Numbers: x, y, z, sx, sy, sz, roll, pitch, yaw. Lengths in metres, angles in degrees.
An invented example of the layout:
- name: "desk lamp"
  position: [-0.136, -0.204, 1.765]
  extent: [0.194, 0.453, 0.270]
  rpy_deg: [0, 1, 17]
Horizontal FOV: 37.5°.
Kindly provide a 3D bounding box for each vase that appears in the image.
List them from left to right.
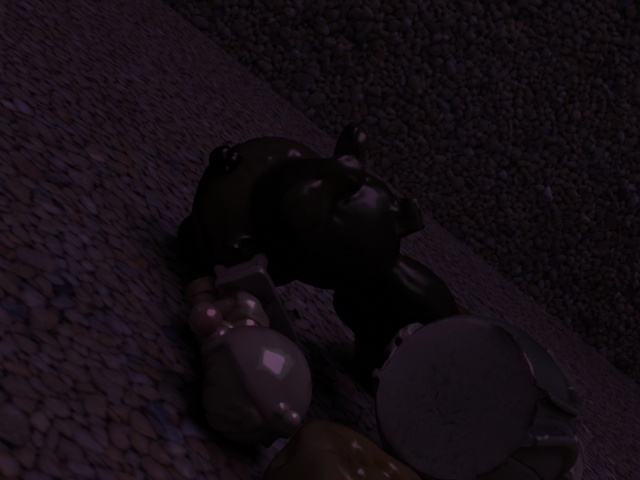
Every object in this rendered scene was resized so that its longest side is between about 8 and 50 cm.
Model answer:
- name: "vase"
  position: [0.222, 0.248, 1.222]
  extent: [0.250, 0.250, 0.445]
  rpy_deg: [51, 3, 30]

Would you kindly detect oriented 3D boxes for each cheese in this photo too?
- name: "cheese"
  position: [0.044, 0.291, 0.947]
  extent: [0.218, 0.117, 0.235]
  rpy_deg: [30, 22, -49]

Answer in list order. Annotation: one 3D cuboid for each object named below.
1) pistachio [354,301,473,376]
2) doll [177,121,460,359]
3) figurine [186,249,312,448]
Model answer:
- name: "pistachio"
  position: [0.176, 0.162, 1.456]
  extent: [0.260, 0.163, 0.213]
  rpy_deg: [15, -31, 15]
- name: "doll"
  position: [-0.024, 0.023, 1.297]
  extent: [0.382, 0.252, 0.378]
  rpy_deg: [11, -51, 59]
- name: "figurine"
  position: [-0.073, 0.140, 1.071]
  extent: [0.144, 0.182, 0.256]
  rpy_deg: [-5, 37, -9]
